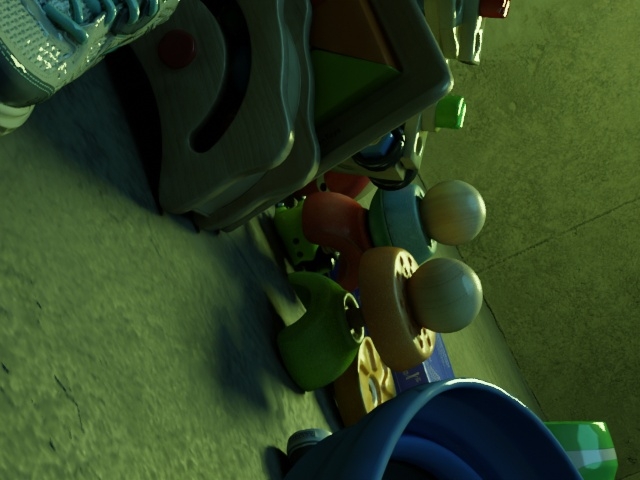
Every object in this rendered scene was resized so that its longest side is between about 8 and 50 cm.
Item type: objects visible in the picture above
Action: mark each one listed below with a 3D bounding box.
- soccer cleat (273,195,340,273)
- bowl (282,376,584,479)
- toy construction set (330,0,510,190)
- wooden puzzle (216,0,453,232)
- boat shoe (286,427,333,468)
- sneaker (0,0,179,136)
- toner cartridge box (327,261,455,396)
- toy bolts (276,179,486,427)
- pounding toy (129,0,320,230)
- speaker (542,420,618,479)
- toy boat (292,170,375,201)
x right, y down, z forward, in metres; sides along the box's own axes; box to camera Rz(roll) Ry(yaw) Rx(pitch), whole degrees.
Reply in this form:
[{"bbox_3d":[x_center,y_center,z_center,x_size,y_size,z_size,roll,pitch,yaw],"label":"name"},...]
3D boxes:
[{"bbox_3d":[0.000,0.000,1.040,0.179,0.060,0.072,8,66,-70],"label":"soccer cleat"},{"bbox_3d":[0.086,0.265,0.497,0.391,0.077,0.391,39,41,-44],"label":"bowl"},{"bbox_3d":[0.014,-0.166,0.895,0.151,0.328,0.215,28,72,-54],"label":"toy construction set"},{"bbox_3d":[-0.032,-0.155,0.801,0.044,0.221,0.238,21,44,-55],"label":"wooden puzzle"},{"bbox_3d":[0.020,0.184,0.731,0.142,0.049,0.040,47,25,-39],"label":"boat shoe"},{"bbox_3d":[-0.132,-0.144,0.536,0.110,0.122,0.283,60,11,-18],"label":"sneaker"},{"bbox_3d":[0.097,0.160,1.064,0.165,0.075,0.348,55,14,-44],"label":"toner cartridge box"},{"bbox_3d":[0.080,0.050,0.898,0.228,0.158,0.218,-85,152,-45],"label":"toy bolts"},{"bbox_3d":[-0.097,-0.152,0.715,0.155,0.154,0.269,32,53,-71],"label":"pounding toy"},{"bbox_3d":[0.199,0.305,0.866,0.131,0.131,0.296,30,57,-72],"label":"speaker"},{"bbox_3d":[-0.025,-0.143,1.099,0.151,0.151,0.231,-10,71,-47],"label":"toy boat"}]
